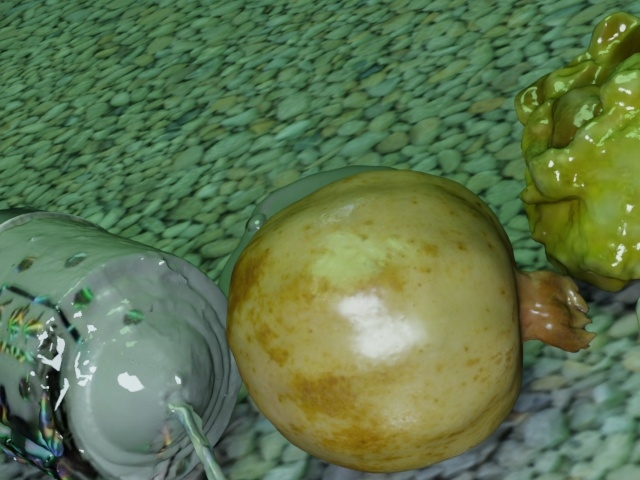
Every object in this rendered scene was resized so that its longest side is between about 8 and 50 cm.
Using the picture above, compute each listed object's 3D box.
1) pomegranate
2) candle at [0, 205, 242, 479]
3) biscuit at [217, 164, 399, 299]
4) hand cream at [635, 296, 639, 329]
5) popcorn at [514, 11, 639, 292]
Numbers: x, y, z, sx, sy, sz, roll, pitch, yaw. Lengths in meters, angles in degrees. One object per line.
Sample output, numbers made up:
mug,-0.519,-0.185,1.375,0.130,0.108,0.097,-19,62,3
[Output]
pomegranate,0.041,0.048,1.149,0.207,0.207,0.207,-20,26,10
candle,-0.152,0.089,1.265,0.187,0.187,0.330,-37,31,-25
biscuit,0.000,0.000,1.450,0.181,0.049,0.208,-12,27,27
hand cream,0.233,0.080,1.118,0.061,0.039,0.143,-13,35,5
popcorn,0.222,-0.060,1.253,0.197,0.156,0.198,-20,38,16
